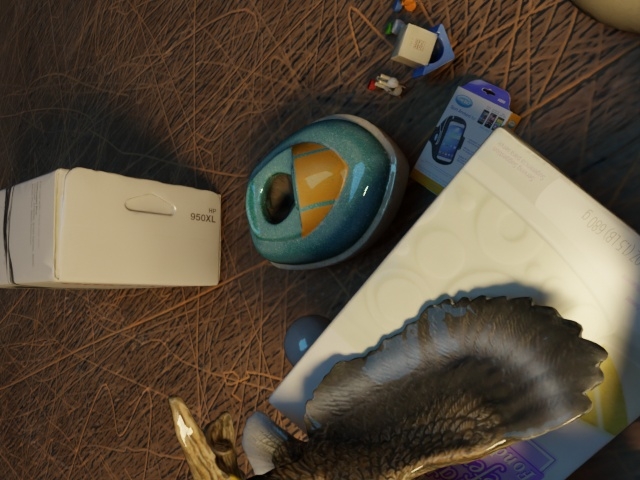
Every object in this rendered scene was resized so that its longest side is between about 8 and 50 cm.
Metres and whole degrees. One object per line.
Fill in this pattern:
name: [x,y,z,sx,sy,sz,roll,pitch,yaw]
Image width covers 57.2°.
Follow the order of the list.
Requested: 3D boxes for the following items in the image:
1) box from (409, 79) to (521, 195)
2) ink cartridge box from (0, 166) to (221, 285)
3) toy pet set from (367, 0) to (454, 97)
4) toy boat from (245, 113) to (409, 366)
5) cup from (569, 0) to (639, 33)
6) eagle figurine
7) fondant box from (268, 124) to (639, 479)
box: [0.168,-0.113,0.676,0.081,0.028,0.136,42,110,38]
ink cartridge box: [-0.401,0.001,1.016,0.394,0.285,0.166,-6,82,43]
toy pet set: [0.120,-0.240,0.731,0.114,0.065,0.122,-137,64,-76]
toy boat: [0.000,0.000,0.729,0.267,0.148,0.318,-26,69,43]
cup: [0.273,-0.361,0.444,0.331,0.237,0.331,-13,73,46]
eagle figurine: [0.061,0.192,0.457,0.226,0.298,0.225,88,164,-52]
fondant box: [0.145,0.099,0.535,0.238,0.096,0.330,40,110,6]
